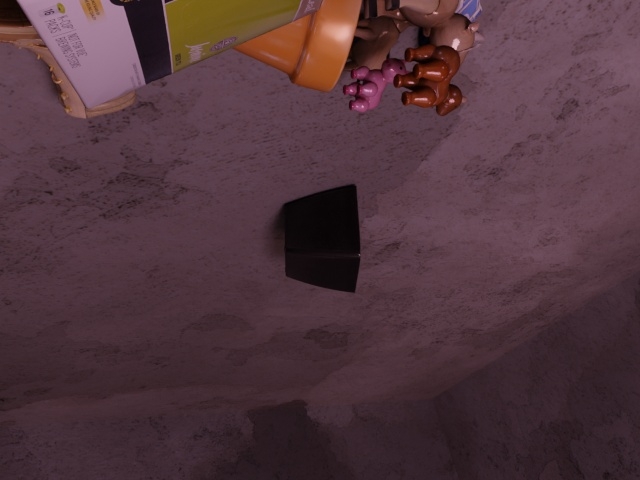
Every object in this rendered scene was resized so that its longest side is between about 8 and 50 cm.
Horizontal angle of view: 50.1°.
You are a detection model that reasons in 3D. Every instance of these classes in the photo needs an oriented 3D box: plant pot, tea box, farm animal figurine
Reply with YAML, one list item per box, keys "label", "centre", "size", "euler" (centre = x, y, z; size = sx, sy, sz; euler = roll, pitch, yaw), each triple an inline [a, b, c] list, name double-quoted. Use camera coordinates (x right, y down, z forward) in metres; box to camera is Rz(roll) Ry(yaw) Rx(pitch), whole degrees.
- label: "plant pot"
  centre: [-0.058, -0.329, 0.960]
  size: [0.188, 0.205, 0.205]
  euler: [9, 145, -13]
- label: "plant pot"
  centre: [0.000, 0.000, 1.570]
  size: [0.167, 0.187, 0.188]
  euler: [0, 150, -3]
- label: "tea box"
  centre: [-0.156, -0.327, 0.685]
  size: [0.323, 0.220, 0.329]
  euler: [-25, -179, -11]
- label: "farm animal figurine"
  centre: [0.145, -0.337, 1.009]
  size: [0.172, 0.330, 0.326]
  euler: [-7, 118, -22]

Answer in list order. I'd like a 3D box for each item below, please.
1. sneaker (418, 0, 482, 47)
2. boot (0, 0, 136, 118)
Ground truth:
- label: "sneaker"
  centre: [0.220, -0.365, 1.130]
  size: [0.081, 0.080, 0.211]
  euler: [-5, 150, -15]
- label: "boot"
  centre: [-0.395, -0.267, 0.991]
  size: [0.262, 0.095, 0.203]
  euler: [-7, 152, -21]
